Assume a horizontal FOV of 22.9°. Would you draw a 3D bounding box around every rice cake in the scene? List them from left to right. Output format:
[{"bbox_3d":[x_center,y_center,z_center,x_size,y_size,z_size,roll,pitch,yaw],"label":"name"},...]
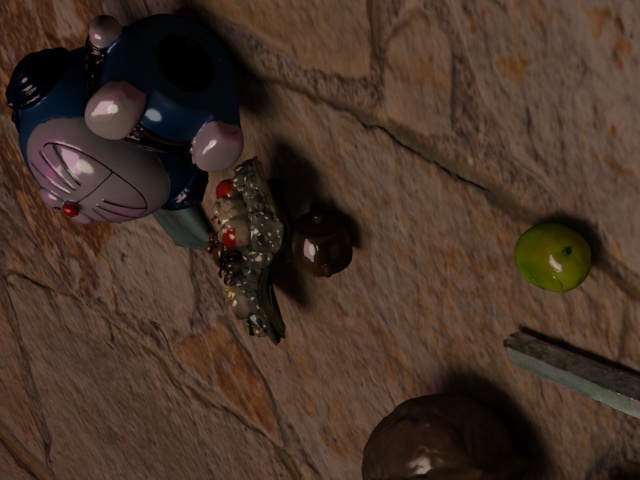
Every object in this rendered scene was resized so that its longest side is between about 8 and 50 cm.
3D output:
[{"bbox_3d":[0.287,0.145,1.720,0.211,0.034,0.043,21,149,42],"label":"rice cake"}]

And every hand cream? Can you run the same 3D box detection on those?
[{"bbox_3d":[-0.245,-0.103,2.165,0.111,0.070,0.312,5,132,50],"label":"hand cream"}]

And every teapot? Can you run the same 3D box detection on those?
[{"bbox_3d":[0.000,0.000,1.912,0.121,0.076,0.068,-102,4,-55],"label":"teapot"}]

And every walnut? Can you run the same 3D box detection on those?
[{"bbox_3d":[0.153,0.290,1.920,0.224,0.224,0.224,35,148,26],"label":"walnut"}]

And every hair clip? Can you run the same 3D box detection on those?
[{"bbox_3d":[-0.097,0.022,1.996,0.321,0.091,0.138,90,161,-57],"label":"hair clip"}]

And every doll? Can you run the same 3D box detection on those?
[{"bbox_3d":[-0.240,-0.145,1.945,0.284,0.240,0.310,31,141,-20],"label":"doll"}]

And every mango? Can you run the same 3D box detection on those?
[{"bbox_3d":[0.236,0.018,1.621,0.073,0.056,0.108,59,154,-3],"label":"mango"}]

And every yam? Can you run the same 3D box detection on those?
[{"bbox_3d":[-0.049,-0.030,2.011,0.027,0.033,0.129,-108,6,-56],"label":"yam"}]
